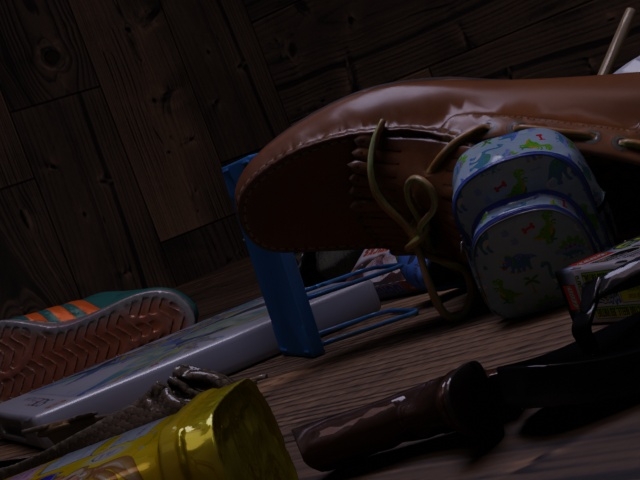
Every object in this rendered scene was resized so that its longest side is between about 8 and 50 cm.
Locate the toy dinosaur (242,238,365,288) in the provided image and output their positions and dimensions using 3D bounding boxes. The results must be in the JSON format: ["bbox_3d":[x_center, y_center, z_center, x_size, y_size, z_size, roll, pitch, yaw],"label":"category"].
[{"bbox_3d":[0.052,0.006,1.896,0.160,0.121,0.313,-34,11,-18],"label":"toy dinosaur"}]

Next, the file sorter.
[{"bbox_3d":[0.000,0.000,1.465,0.104,0.170,0.118,-19,2,-15],"label":"file sorter"}]

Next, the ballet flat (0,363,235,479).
[{"bbox_3d":[-0.161,0.135,1.129,0.250,0.058,0.084,-20,2,20],"label":"ballet flat"}]

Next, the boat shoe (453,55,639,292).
[{"bbox_3d":[0.243,-0.054,1.401,0.335,0.119,0.121,-28,-35,-1],"label":"boat shoe"}]

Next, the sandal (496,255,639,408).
[{"bbox_3d":[0.183,0.021,0.835,0.254,0.054,0.097,-22,3,-27],"label":"sandal"}]

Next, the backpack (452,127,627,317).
[{"bbox_3d":[0.142,-0.011,1.169,0.105,0.114,0.084,-18,23,16],"label":"backpack"}]

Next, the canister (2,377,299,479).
[{"bbox_3d":[-0.100,0.125,0.717,0.170,0.073,0.126,-22,2,8],"label":"canister"}]

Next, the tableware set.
[{"bbox_3d":[-0.123,0.123,1.237,0.141,0.020,0.168,-17,-8,20],"label":"tableware set"}]

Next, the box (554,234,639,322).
[{"bbox_3d":[0.254,-0.005,1.028,0.207,0.036,0.114,-22,3,-18],"label":"box"}]

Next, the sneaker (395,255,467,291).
[{"bbox_3d":[0.168,-0.004,1.483,0.209,0.069,0.082,-19,19,-8],"label":"sneaker"}]

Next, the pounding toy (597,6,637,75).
[{"bbox_3d":[0.356,-0.156,1.757,0.206,0.181,0.094,-21,3,-3],"label":"pounding toy"}]

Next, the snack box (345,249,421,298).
[{"bbox_3d":[0.076,0.024,1.669,0.064,0.022,0.178,-58,16,-19],"label":"snack box"}]

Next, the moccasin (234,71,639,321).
[{"bbox_3d":[0.119,-0.033,1.278,0.380,0.139,0.147,-1,43,13],"label":"moccasin"}]

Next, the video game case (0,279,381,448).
[{"bbox_3d":[-0.139,0.114,1.645,0.329,0.036,0.300,-21,3,-19],"label":"video game case"}]

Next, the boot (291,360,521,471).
[{"bbox_3d":[0.031,0.088,0.824,0.114,0.037,0.106,-16,-9,20],"label":"boot"}]

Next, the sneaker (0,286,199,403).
[{"bbox_3d":[-0.281,0.122,1.949,0.302,0.108,0.121,-13,2,0],"label":"sneaker"}]
